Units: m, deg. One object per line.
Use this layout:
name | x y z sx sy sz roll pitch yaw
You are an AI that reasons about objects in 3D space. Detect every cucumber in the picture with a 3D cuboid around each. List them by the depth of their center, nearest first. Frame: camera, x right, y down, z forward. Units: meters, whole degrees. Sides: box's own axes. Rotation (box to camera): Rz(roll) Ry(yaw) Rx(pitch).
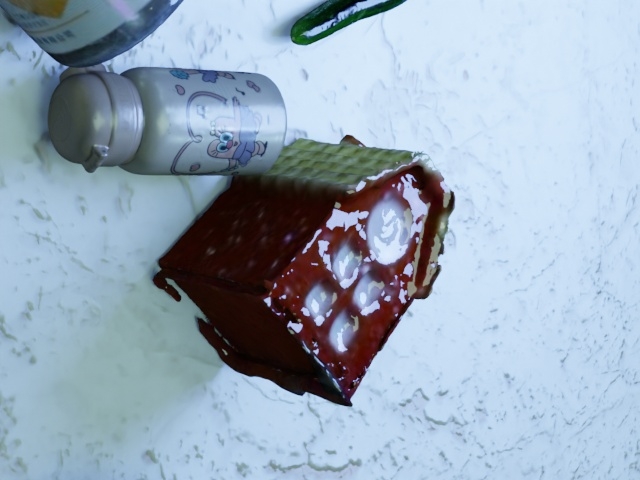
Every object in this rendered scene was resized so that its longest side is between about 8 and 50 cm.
cucumber | 0.033 -0.237 1.294 0.184 0.033 0.036 -30 95 -35

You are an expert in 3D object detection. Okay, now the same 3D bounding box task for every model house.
model house | 0.000 0.000 1.201 0.160 0.196 0.254 48 66 -33

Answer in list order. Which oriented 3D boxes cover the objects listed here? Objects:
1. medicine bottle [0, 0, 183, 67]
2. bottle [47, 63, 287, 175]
medicine bottle | -0.228 -0.277 0.976 0.273 0.165 0.165 47 68 -35
bottle | -0.140 -0.112 1.129 0.209 0.097 0.110 -1 61 -40
